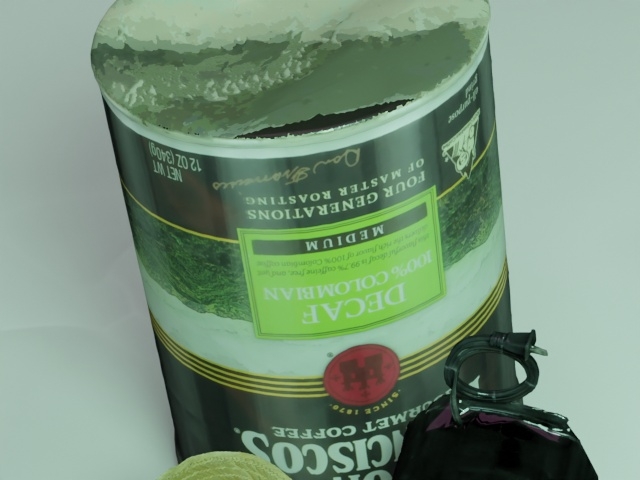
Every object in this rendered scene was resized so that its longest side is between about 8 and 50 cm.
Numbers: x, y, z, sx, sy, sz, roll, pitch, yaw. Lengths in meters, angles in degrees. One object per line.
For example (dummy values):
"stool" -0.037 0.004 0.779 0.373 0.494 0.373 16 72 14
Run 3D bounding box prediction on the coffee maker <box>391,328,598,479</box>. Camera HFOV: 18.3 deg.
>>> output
"coffee maker" 0.059 0.165 0.922 0.120 0.171 0.178 -9 32 24

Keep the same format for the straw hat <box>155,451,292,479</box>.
"straw hat" -0.060 0.182 1.009 0.061 0.144 0.144 -29 16 47

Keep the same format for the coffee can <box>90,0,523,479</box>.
"coffee can" 0.000 0.000 1.064 0.201 0.275 0.201 -6 37 4
